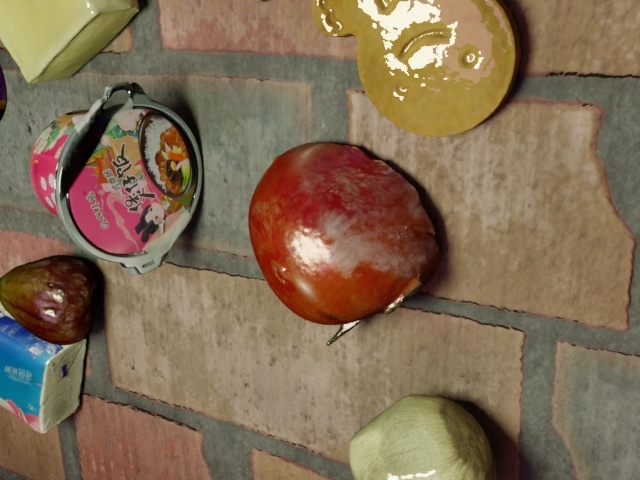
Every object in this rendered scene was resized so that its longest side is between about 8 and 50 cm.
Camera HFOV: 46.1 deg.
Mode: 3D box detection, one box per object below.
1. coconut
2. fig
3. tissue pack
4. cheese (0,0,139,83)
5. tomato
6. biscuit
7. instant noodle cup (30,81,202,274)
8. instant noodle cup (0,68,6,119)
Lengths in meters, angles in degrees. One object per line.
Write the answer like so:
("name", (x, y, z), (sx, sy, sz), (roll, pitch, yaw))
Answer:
("coconut", (0.144, 0.340, 1.093), (0.224, 0.224, 0.224), (11, 112, 27))
("fig", (-0.550, 0.105, 1.438), (0.274, 0.145, 0.170), (6, 110, 13))
("tissue pack", (-0.625, 0.238, 1.544), (0.269, 0.137, 0.209), (27, 118, 21))
("cheese", (-0.442, -0.425, 1.206), (0.242, 0.124, 0.266), (-26, 92, 35))
("tomato", (-0.001, 0.005, 1.071), (0.309, 0.170, 0.309), (10, 113, 26))
("biscuit", (0.117, -0.301, 0.950), (0.275, 0.052, 0.355), (-14, 103, 31))
("instant noodle cup", (-0.345, -0.108, 1.207), (0.181, 0.258, 0.303), (17, 110, 40))
("instant noodle cup", (-0.718, -0.279, 1.382), (0.251, 0.190, 0.251), (10, 112, 26))
